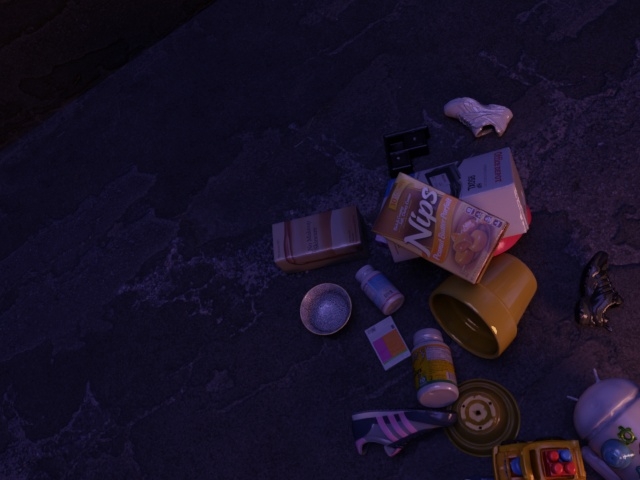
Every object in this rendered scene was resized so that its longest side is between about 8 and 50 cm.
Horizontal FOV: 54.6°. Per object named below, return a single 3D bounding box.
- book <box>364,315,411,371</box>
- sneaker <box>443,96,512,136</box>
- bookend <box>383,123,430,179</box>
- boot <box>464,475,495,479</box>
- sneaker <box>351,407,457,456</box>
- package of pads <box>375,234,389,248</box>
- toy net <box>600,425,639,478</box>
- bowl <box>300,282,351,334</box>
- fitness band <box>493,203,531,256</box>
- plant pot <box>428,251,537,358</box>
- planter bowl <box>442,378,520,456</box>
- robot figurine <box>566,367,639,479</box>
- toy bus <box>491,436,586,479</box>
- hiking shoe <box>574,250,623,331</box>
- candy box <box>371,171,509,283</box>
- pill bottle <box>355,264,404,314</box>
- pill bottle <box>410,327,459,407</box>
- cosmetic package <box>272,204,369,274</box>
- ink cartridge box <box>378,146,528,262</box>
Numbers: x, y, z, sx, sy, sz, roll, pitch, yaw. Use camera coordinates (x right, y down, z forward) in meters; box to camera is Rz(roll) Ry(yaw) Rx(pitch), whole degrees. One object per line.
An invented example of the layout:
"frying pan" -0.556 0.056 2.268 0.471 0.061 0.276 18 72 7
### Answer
"book" 0.208 0.316 1.905 0.096 0.035 0.144 -31 60 7
"sneaker" 0.520 -0.410 2.098 0.232 0.090 0.115 16 76 26
"bookend" 0.305 -0.298 2.128 0.156 0.072 0.157 -11 64 14
"boot" 0.389 0.681 1.662 0.190 0.069 0.086 -5 58 8
"sneaker" 0.237 0.537 1.742 0.319 0.112 0.131 -13 70 32
"package of pads" 0.223 0.006 2.030 0.083 0.050 0.032 19 74 26
"toy net" 0.751 0.528 1.396 0.232 0.045 0.122 43 117 30
"bowl" 0.027 0.229 1.979 0.170 0.080 0.170 -8 64 16
"fitness band" 0.510 -0.038 1.867 0.209 0.054 0.291 -3 31 46
"plant pot" 0.481 0.168 1.771 0.239 0.254 0.254 -40 59 -20
"planter bowl" 0.439 0.481 1.715 0.217 0.090 0.217 -8 64 16
"robot figurine" 0.778 0.486 1.532 0.353 0.200 0.299 49 121 29
"toy bus" 0.554 0.569 1.560 0.220 0.211 0.149 -5 66 8
"hiking shoe" 0.799 0.143 1.761 0.114 0.086 0.226 17 78 11
"candy box" 0.319 -0.036 1.668 0.317 0.087 0.182 28 98 20
"pill bottle" 0.184 0.152 1.955 0.087 0.087 0.160 -41 60 -2
"pill bottle" 0.322 0.361 1.779 0.118 0.117 0.208 -14 46 13
"cosmetic package" 0.000 0.000 2.065 0.296 0.129 0.153 -14 64 13
"ink cartridge box" 0.398 -0.110 1.857 0.395 0.166 0.285 -14 25 21
